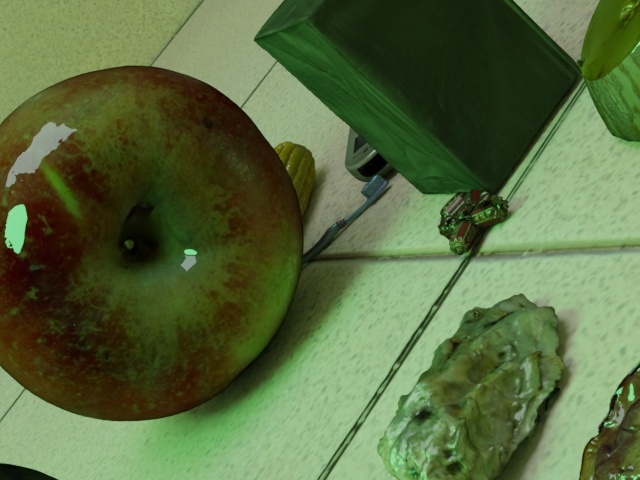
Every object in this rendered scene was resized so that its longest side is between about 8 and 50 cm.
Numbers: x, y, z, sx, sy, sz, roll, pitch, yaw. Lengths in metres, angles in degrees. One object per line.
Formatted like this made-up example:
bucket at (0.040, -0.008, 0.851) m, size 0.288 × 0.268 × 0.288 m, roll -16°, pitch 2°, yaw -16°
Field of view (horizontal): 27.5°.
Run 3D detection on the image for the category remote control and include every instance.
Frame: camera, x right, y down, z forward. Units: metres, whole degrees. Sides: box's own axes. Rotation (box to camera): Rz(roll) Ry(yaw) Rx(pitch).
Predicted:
remote control at (0.069, -0.133, 1.452) m, size 0.078 × 0.042 × 0.221 m, roll -38°, pitch 22°, yaw 24°

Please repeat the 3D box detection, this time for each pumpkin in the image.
pumpkin at (0.276, -0.178, 0.999) m, size 0.217 × 0.110 × 0.217 m, roll -43°, pitch 24°, yaw 25°

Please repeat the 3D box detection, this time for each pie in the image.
pie at (0.174, 0.128, 0.718) m, size 0.092 × 0.034 × 0.170 m, roll -38°, pitch 25°, yaw 37°

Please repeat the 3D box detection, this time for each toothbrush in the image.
toothbrush at (0.000, 0.000, 1.379) m, size 0.193 × 0.019 × 0.013 m, roll -44°, pitch 20°, yaw 17°

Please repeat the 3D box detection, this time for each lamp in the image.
lamp at (0.127, -0.023, 1.126) m, size 0.063 × 0.031 × 0.083 m, roll -45°, pitch 14°, yaw 6°

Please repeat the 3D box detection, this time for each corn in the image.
corn at (-0.048, -0.045, 1.494) m, size 0.067 × 0.067 × 0.206 m, roll -36°, pitch 22°, yaw 32°

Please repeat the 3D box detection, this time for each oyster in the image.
oyster at (0.094, 0.103, 0.892) m, size 0.133 × 0.072 × 0.209 m, roll -17°, pitch 34°, yaw 52°

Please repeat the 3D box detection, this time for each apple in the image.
apple at (-0.189, 0.004, 1.290) m, size 0.348 × 0.348 × 0.277 m, roll -50°, pitch 9°, yaw -5°

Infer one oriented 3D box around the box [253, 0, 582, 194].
box at (0.085, -0.170, 1.190) m, size 0.149 × 0.231 × 0.155 m, roll -53°, pitch 19°, yaw -12°

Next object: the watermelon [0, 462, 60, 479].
watermelon at (-0.260, 0.300, 0.958) m, size 0.279 × 0.279 × 0.359 m, roll -52°, pitch 15°, yaw -10°
